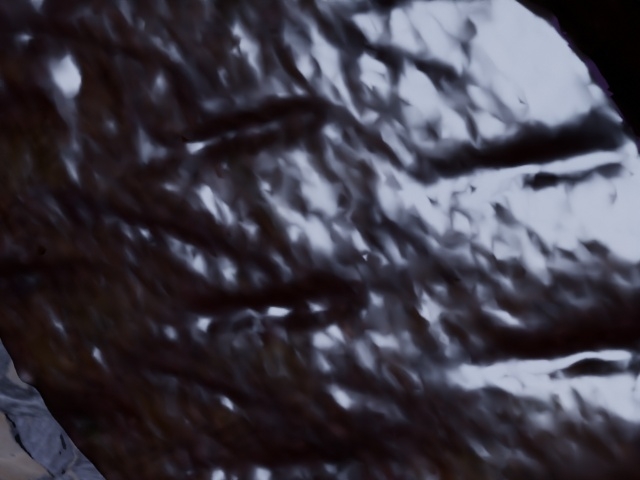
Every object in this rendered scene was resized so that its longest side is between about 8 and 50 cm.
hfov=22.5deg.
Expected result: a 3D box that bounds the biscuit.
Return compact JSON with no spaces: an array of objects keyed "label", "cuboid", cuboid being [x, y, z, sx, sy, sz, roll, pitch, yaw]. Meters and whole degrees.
[{"label":"biscuit","cuboid":[0.000,0.000,0.740,0.407,0.091,0.407,18,128,24]}]
